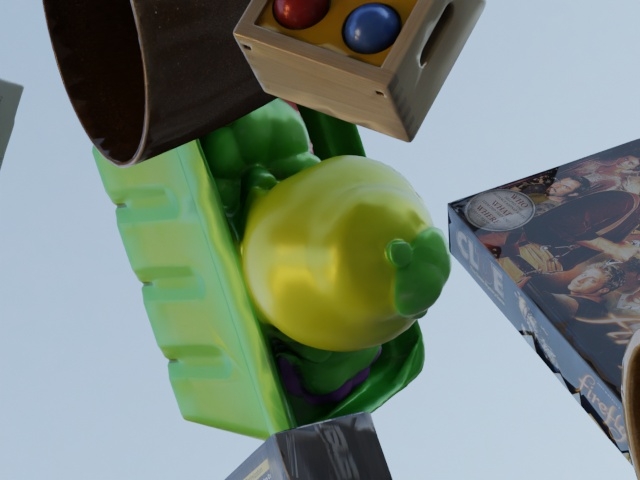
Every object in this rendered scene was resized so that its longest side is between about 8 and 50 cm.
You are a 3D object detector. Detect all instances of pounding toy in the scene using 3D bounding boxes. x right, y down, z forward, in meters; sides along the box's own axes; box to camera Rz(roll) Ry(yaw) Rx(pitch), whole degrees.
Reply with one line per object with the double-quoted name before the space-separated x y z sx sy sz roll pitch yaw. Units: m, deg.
"pounding toy" 0.021 -0.160 1.228 0.141 0.130 0.100 -61 -25 -17

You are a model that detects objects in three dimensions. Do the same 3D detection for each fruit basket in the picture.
"fruit basket" 0.000 0.000 1.836 0.283 0.392 0.392 -33 -19 -51

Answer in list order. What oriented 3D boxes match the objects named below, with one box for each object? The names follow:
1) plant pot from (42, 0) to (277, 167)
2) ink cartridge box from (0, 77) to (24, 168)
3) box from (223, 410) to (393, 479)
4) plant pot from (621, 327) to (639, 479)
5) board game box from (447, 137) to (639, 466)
"plant pot" -0.069 -0.185 1.518 0.230 0.215 0.215 -15 -36 -23
"ink cartridge box" -0.361 -0.100 1.657 0.176 0.128 0.127 14 -88 -52
"box" -0.020 0.351 1.609 0.097 0.318 0.395 -12 -19 -26
"plant pot" 0.263 0.078 0.621 0.254 0.237 0.237 -26 -34 -8
"board game box" 0.204 0.031 1.203 0.165 0.243 0.042 -19 -51 -17
